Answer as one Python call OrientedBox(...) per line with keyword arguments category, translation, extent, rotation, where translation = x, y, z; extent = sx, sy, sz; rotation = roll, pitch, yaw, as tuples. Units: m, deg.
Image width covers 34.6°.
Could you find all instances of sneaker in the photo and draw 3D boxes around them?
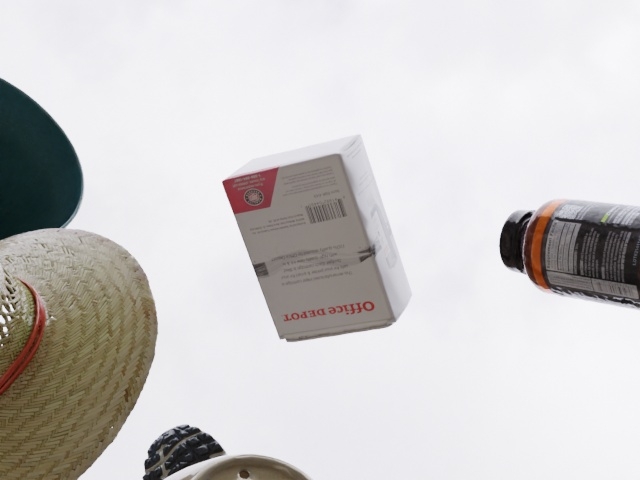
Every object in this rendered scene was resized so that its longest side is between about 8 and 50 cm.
OrientedBox(category="sneaker", translation=(-0.114, 0.348, 1.204), extent=(0.110, 0.122, 0.283), rotation=(-31, -116, -11))

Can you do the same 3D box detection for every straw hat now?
OrientedBox(category="straw hat", translation=(-0.136, 0.034, 0.365), extent=(0.144, 0.144, 0.061), rotation=(-15, -42, 12))

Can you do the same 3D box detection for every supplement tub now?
OrientedBox(category="supplement tub", translation=(0.283, 0.011, 1.055), extent=(0.198, 0.106, 0.106), rotation=(10, -65, 47))

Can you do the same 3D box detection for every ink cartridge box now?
OrientedBox(category="ink cartridge box", translation=(0.000, 0.000, 1.224), extent=(0.158, 0.092, 0.218), rotation=(-11, -73, 25))

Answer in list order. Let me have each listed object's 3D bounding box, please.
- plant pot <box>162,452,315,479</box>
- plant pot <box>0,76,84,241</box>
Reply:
OrientedBox(category="plant pot", translation=(-0.072, 0.303, 0.913), extent=(0.284, 0.284, 0.191), rotation=(17, -53, 2))
OrientedBox(category="plant pot", translation=(-0.462, -0.053, 1.238), extent=(0.290, 0.290, 0.195), rotation=(40, -57, -6))
